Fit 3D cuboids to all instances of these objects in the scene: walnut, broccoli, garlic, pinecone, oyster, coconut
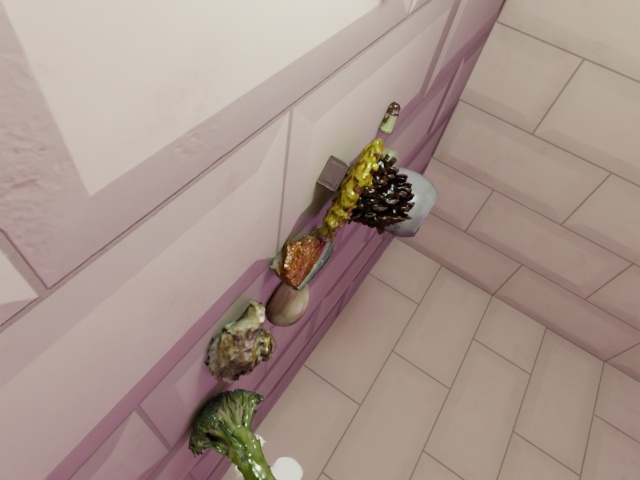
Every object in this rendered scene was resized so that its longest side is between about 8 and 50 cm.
[{"bbox_3d":[0.000,0.000,1.345,0.096,0.082,0.079,-46,-165,-23],"label":"walnut"},{"bbox_3d":[-0.269,0.662,1.300,0.251,0.362,0.221,3,135,-31],"label":"broccoli"},{"bbox_3d":[-0.097,0.199,1.361,0.207,0.115,0.128,-61,160,0],"label":"garlic"},{"bbox_3d":[0.193,-0.153,1.398,0.243,0.243,0.258,91,-8,-65],"label":"pinecone"},{"bbox_3d":[-0.204,0.289,1.166,0.238,0.114,0.351,-46,162,-41],"label":"oyster"},{"bbox_3d":[0.251,-0.309,1.557,0.083,0.081,0.082,-45,131,3],"label":"coconut"}]

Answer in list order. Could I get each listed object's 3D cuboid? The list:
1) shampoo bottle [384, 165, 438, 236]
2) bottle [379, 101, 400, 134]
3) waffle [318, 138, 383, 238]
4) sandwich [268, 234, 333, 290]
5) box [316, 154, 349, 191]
[{"bbox_3d":[0.328,-0.165,1.730,0.273,0.266,0.273,-56,168,-19],"label":"shampoo bottle"},{"bbox_3d":[0.228,-0.400,1.347,0.063,0.047,0.101,-90,-164,-59],"label":"bottle"},{"bbox_3d":[0.086,-0.142,1.176,0.325,0.068,0.302,-59,-174,44],"label":"waffle"},{"bbox_3d":[-0.061,0.041,1.189,0.185,0.109,0.160,-52,146,-15],"label":"sandwich"},{"bbox_3d":[0.038,-0.181,1.128,0.085,0.060,0.063,-61,174,12],"label":"box"}]
